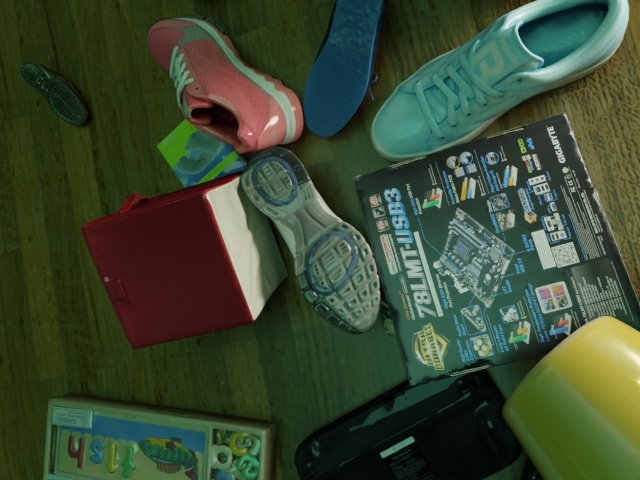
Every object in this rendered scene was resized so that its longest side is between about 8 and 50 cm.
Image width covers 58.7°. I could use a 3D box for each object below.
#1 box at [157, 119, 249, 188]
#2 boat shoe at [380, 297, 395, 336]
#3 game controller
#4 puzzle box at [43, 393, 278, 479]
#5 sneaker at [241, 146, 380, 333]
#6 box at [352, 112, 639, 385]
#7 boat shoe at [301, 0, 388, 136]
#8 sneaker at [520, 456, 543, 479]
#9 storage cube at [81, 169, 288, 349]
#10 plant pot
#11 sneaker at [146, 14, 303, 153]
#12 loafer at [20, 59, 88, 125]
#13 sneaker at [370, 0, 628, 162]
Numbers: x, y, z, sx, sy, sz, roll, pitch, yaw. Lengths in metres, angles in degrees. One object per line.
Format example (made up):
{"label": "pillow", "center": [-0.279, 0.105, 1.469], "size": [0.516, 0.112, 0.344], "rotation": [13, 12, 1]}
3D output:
{"label": "box", "center": [-0.178, -0.119, 0.932], "size": [0.109, 0.042, 0.178], "rotation": [-40, 75, 12]}
{"label": "boat shoe", "center": [0.116, 0.125, 0.822], "size": [0.137, 0.049, 0.043], "rotation": [34, 99, 12]}
{"label": "game controller", "center": [0.119, 0.301, 0.811], "size": [0.319, 0.067, 0.166], "rotation": [-33, 92, 14]}
{"label": "puzzle box", "center": [-0.272, 0.410, 0.924], "size": [0.409, 0.052, 0.271], "rotation": [1, 88, 18]}
{"label": "sneaker", "center": [0.000, 0.000, 0.820], "size": [0.111, 0.129, 0.297], "rotation": [-30, 72, 3]}
{"label": "box", "center": [0.221, 0.014, 0.754], "size": [0.294, 0.073, 0.295], "rotation": [-17, 76, 11]}
{"label": "boat shoe", "center": [0.052, -0.276, 0.840], "size": [0.109, 0.089, 0.258], "rotation": [27, 118, 4]}
{"label": "sneaker", "center": [0.307, 0.276, 0.702], "size": [0.107, 0.124, 0.283], "rotation": [17, 91, 28]}
{"label": "storage cube", "center": [-0.184, 0.019, 0.826], "size": [0.193, 0.183, 0.214], "rotation": [-14, 102, 16]}
{"label": "plant pot", "center": [0.328, 0.212, 0.567], "size": [0.254, 0.254, 0.239], "rotation": [-47, 55, 10]}
{"label": "sneaker", "center": [-0.175, -0.242, 0.870], "size": [0.314, 0.136, 0.115], "rotation": [38, 138, 16]}
{"label": "loafer", "center": [-0.473, -0.270, 1.033], "size": [0.056, 0.050, 0.148], "rotation": [-42, 91, 15]}
{"label": "sneaker", "center": [0.220, -0.229, 0.756], "size": [0.366, 0.150, 0.135], "rotation": [-30, 77, 14]}
